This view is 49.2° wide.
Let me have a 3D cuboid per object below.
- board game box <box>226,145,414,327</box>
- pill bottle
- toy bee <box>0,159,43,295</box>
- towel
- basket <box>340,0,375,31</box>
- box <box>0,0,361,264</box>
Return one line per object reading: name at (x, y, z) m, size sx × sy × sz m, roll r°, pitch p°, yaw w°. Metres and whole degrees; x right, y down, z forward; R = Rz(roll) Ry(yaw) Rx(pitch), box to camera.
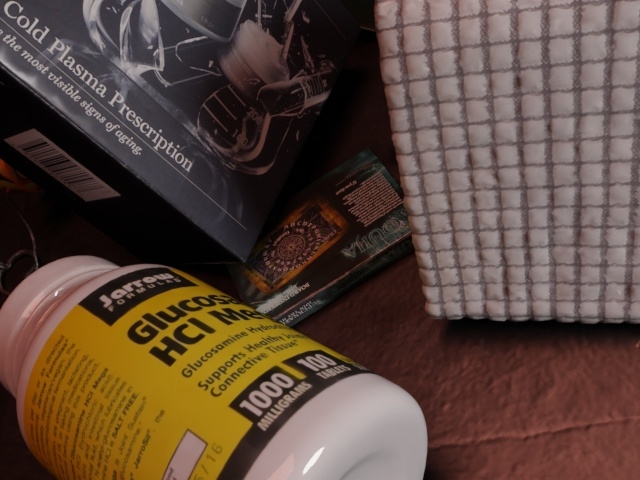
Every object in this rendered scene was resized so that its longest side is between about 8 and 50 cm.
board game box at (0.000, 0.000, 0.677) m, size 0.186 × 0.026 × 0.126 m, roll -32°, pitch 49°, yaw 2°
pill bottle at (-0.104, 0.129, 0.529) m, size 0.333 × 0.188 × 0.188 m, roll 22°, pitch 69°, yaw 36°
toy bee at (-0.338, -0.113, 0.838) m, size 0.195 × 0.162 × 0.298 m, roll -16°, pitch 52°, yaw 13°
towel at (0.178, -0.074, 0.487) m, size 0.234 × 0.284 × 0.121 m, roll -1°, pitch 38°, yaw 22°
basket at (0.110, -0.378, 0.816) m, size 0.204 × 0.154 × 0.227 m, roll -10°, pitch 50°, yaw 24°
box at (-0.172, -0.196, 0.674) m, size 0.178 × 0.343 × 0.313 m, roll -3°, pitch 54°, yaw 45°
